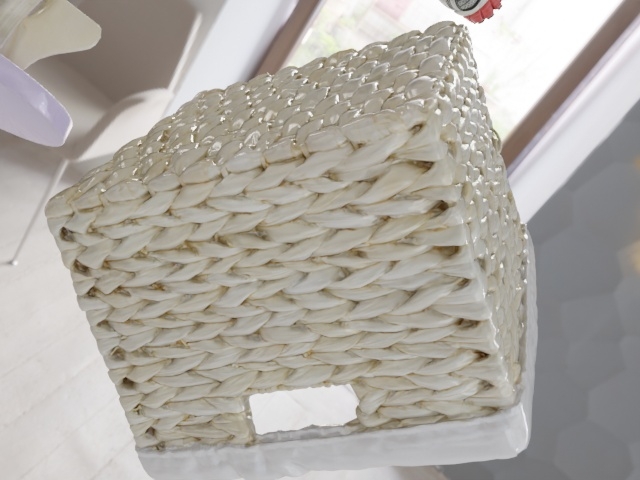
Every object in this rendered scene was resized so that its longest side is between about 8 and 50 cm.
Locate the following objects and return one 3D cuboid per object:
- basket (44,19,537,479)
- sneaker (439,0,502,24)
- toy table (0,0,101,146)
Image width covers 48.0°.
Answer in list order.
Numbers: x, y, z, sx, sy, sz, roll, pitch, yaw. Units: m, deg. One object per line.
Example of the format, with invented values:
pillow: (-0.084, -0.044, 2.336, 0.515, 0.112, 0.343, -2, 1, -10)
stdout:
basket: (0.000, 0.000, 0.633, 0.331, 0.329, 0.266, -62, 136, -59)
sneaker: (0.196, -0.373, 0.830, 0.093, 0.225, 0.088, 18, 6, -23)
toy table: (-0.377, -0.244, 0.805, 0.252, 0.160, 0.274, 11, -18, 29)
